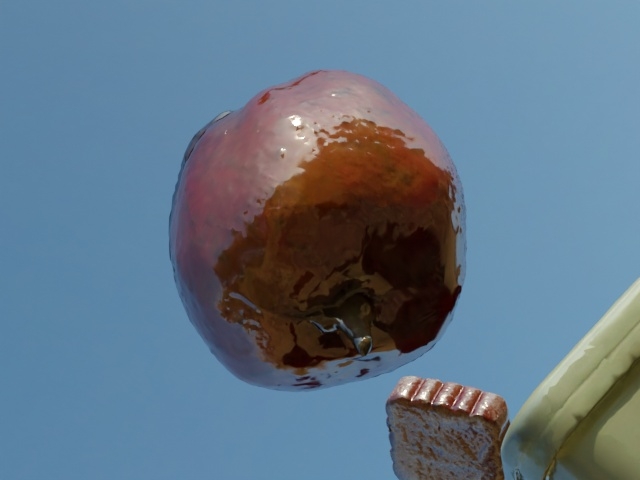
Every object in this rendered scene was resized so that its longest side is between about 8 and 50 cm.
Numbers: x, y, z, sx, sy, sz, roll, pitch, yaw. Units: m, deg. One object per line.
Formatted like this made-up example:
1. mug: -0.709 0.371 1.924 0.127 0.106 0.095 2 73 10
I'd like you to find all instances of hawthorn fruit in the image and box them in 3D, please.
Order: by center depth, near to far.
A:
1. hawthorn fruit: 0.000 0.000 0.906 0.215 0.249 0.215 -3 -64 -6

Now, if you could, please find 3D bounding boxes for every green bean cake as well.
1. green bean cake: 0.143 0.216 1.474 0.056 0.135 0.135 -55 -34 -47

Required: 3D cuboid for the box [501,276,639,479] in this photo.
1. box: 0.303 0.213 0.833 0.177 0.344 0.352 -47 -25 -14
